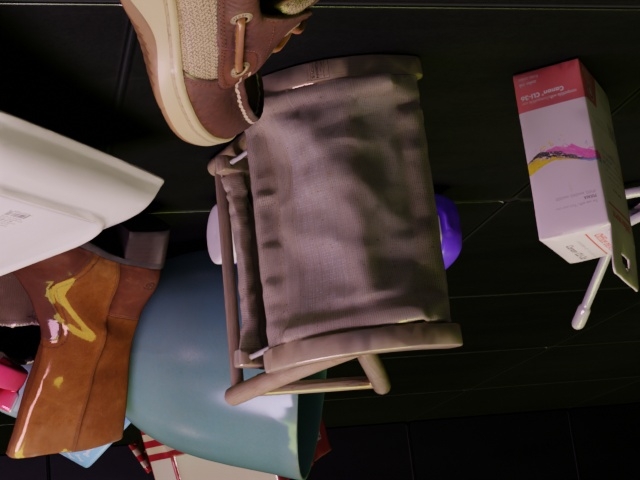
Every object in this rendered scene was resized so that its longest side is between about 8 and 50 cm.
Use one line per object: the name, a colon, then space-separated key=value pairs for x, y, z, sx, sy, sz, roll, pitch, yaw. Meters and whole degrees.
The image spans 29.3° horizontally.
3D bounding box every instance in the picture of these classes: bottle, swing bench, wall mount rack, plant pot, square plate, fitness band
bottle: x=0.015 y=-0.006 z=1.380 sx=0.283 sy=0.092 sz=0.118 roll=1 pitch=162 yaw=-24
swing bench: x=0.000 y=0.000 z=1.100 sx=0.165 sy=0.253 sz=0.255 roll=-3 pitch=163 yaw=-13
wall mount rack: x=0.489 y=0.018 z=1.589 sx=0.350 sy=0.130 sz=0.304 roll=1 pitch=163 yaw=-22
plant pot: x=-0.121 y=0.141 z=1.523 sx=0.235 sy=0.293 sz=0.293 roll=4 pitch=165 yaw=6
square plate: x=-0.344 y=-0.004 z=1.023 sx=0.344 sy=0.049 sz=0.347 roll=-20 pitch=168 yaw=14
fitness band: x=-0.462 y=0.134 z=1.490 sx=0.209 sy=0.054 sz=0.291 roll=30 pitch=169 yaw=-17

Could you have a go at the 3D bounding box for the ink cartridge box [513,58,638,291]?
ink cartridge box: x=0.235 y=-0.051 z=1.117 sx=0.067 sy=0.198 sz=0.115 roll=-14 pitch=162 yaw=23

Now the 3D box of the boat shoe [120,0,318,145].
boat shoe: x=-0.052 y=-0.158 z=0.778 sx=0.123 sy=0.123 sz=0.342 roll=-6 pitch=158 yaw=2

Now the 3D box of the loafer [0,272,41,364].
loafer: x=-0.384 y=0.092 z=1.491 sx=0.134 sy=0.130 sz=0.366 roll=-3 pitch=164 yaw=-10

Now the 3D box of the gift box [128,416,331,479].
gift box: x=-0.163 y=0.281 z=2.057 sx=0.258 sy=0.276 sz=0.255 roll=-18 pitch=174 yaw=23

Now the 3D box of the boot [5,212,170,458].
boot: x=-0.306 y=0.102 z=1.324 sx=0.264 sy=0.280 sz=0.096 roll=-1 pitch=-156 yaw=-47

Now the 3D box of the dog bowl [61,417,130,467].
dog bowl: x=-0.278 y=0.212 z=1.695 sx=0.166 sy=0.074 sz=0.297 roll=-47 pitch=-177 yaw=18

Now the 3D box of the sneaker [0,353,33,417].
sneaker: x=-0.430 y=0.158 z=1.773 sx=0.208 sy=0.127 sz=0.319 roll=22 pitch=-172 yaw=3
